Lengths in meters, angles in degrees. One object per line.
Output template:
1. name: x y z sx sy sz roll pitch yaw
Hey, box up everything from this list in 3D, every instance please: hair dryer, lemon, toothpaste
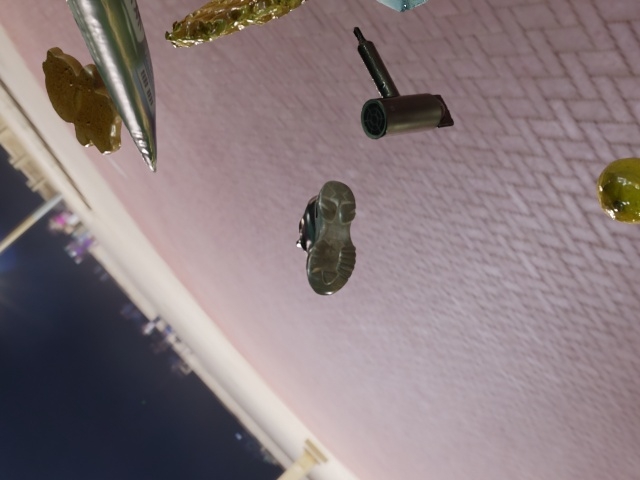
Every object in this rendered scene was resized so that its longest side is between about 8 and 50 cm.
1. hair dryer: 0.141 -0.318 1.711 0.078 0.195 0.248 -43 66 50
2. lemon: 0.370 -0.060 1.042 0.082 0.082 0.110 45 -156 9
3. toothpaste: -0.205 -0.195 0.907 0.392 0.061 0.099 89 175 -69

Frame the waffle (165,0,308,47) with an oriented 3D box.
1. waffle: -0.150 -0.455 1.719 0.325 0.301 0.068 -68 -41 -59

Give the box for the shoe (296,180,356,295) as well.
1. shoe: 0.000 0.000 1.298 0.071 0.169 0.099 12 167 -28

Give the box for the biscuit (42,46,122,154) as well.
1. biscuit: -0.429 -0.254 1.584 0.225 0.036 0.166 36 132 27

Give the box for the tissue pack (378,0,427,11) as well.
1. tissue pack: 0.129 -0.604 1.727 0.177 0.089 0.263 40 153 42
